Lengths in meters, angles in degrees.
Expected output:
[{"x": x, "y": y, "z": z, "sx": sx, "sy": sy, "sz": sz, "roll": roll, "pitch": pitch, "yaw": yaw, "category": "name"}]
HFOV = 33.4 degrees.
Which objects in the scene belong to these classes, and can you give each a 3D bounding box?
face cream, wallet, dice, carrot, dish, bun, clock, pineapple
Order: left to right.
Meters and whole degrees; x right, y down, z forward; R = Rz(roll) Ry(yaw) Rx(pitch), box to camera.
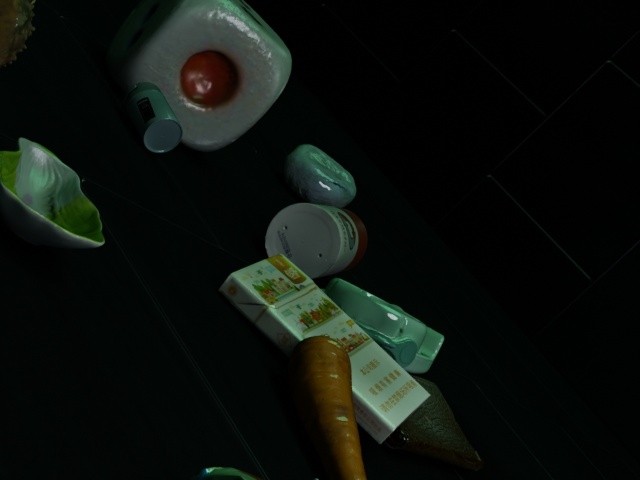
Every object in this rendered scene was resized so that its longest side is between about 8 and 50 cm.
[{"x": -0.313, "y": -0.212, "z": 0.964, "sx": 0.125, "sy": 0.125, "sz": 0.251, "roll": 43, "pitch": 5, "yaw": -17, "category": "pineapple"}, {"x": -0.213, "y": -0.029, "z": 0.797, "sx": 0.091, "sy": 0.039, "sz": 0.137, "roll": 35, "pitch": 13, "yaw": -28, "category": "dish"}, {"x": -0.166, "y": -0.250, "z": 1.463, "sx": 0.194, "sy": 0.193, "sz": 0.192, "roll": 39, "pitch": 13, "yaw": -27, "category": "dice"}, {"x": -0.007, "y": -0.101, "z": 1.860, "sx": 0.141, "sy": 0.083, "sz": 0.141, "roll": 35, "pitch": 18, "yaw": -13, "category": "bun"}, {"x": 0.000, "y": 0.000, "z": 1.410, "sx": 0.096, "sy": 0.096, "sz": 0.214, "roll": 47, "pitch": 9, "yaw": 8, "category": "face cream"}, {"x": 0.010, "y": 0.167, "z": 0.917, "sx": 0.061, "sy": 0.061, "sz": 0.256, "roll": 40, "pitch": 20, "yaw": -29, "category": "carrot"}, {"x": 0.059, "y": 0.096, "z": 1.233, "sx": 0.148, "sy": 0.060, "sz": 0.188, "roll": 29, "pitch": 1, "yaw": 18, "category": "clock"}, {"x": 0.102, "y": 0.197, "z": 1.208, "sx": 0.133, "sy": 0.039, "sz": 0.243, "roll": 57, "pitch": 13, "yaw": 29, "category": "wallet"}]

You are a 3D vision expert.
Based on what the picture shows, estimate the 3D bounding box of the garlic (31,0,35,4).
[{"x": -0.348, "y": -0.355, "z": 1.122, "sx": 0.245, "sy": 0.245, "sz": 0.253, "roll": 1, "pitch": 69, "yaw": -77, "category": "garlic"}]

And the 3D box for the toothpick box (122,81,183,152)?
[{"x": -0.205, "y": -0.150, "z": 1.296, "sx": 0.052, "sy": 0.052, "sz": 0.083, "roll": 35, "pitch": 15, "yaw": -47, "category": "toothpick box"}]

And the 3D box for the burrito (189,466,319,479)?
[{"x": 0.009, "y": 0.205, "z": 0.729, "sx": 0.288, "sy": 0.054, "sz": 0.104, "roll": 36, "pitch": 12, "yaw": -40, "category": "burrito"}]

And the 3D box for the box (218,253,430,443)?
[{"x": 0.007, "y": 0.104, "z": 1.082, "sx": 0.220, "sy": 0.032, "sz": 0.122, "roll": 42, "pitch": 23, "yaw": 11, "category": "box"}]
